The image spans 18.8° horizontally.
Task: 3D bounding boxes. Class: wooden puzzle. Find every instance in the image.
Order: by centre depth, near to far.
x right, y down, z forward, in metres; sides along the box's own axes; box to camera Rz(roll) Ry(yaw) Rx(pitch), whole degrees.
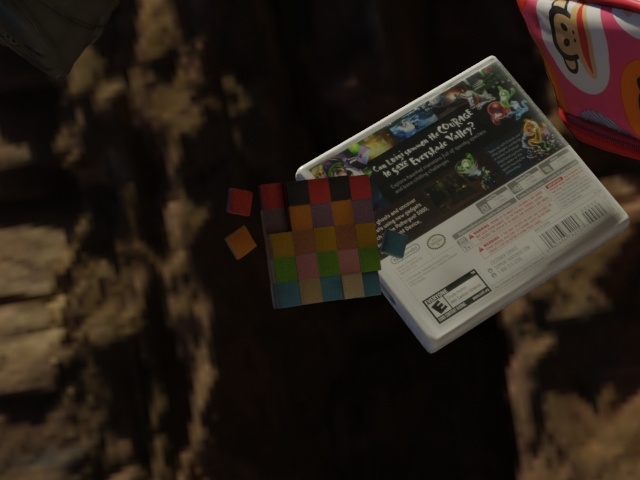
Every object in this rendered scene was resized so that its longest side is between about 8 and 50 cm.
[{"bbox_3d":[0.000,0.000,0.766,0.083,0.006,0.049,-7,-91,-32],"label":"wooden puzzle"}]

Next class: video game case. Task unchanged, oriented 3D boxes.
[{"bbox_3d":[0.107,-0.030,1.452,0.173,0.190,0.022,53,160,18],"label":"video game case"}]

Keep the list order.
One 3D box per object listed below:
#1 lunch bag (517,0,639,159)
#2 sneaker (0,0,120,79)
[{"bbox_3d":[0.266,-0.135,0.927,0.258,0.293,0.120,29,145,64],"label":"lunch bag"},{"bbox_3d":[-0.097,-0.155,0.839,0.109,0.130,0.286,42,-173,-18],"label":"sneaker"}]
